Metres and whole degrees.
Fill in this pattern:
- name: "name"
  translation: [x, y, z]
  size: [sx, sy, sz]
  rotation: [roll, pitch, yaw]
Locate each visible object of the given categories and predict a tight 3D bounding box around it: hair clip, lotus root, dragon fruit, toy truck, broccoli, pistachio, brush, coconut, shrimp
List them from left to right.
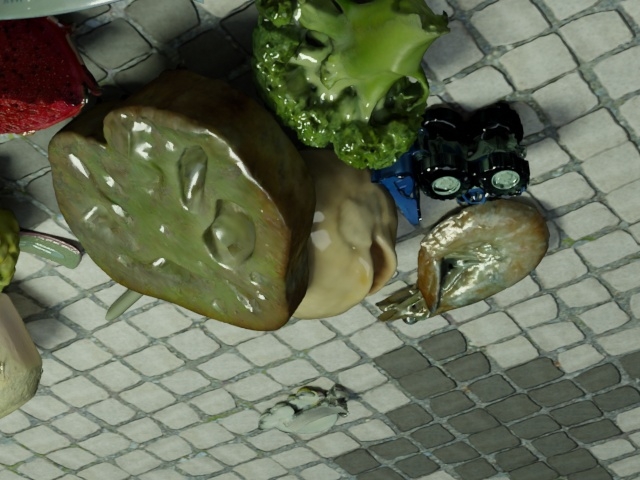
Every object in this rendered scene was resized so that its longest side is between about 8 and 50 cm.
- name: "coconut"
  translation: [-0.541, 0.167, 1.924]
  size: [0.224, 0.224, 0.234]
  rotation: [-19, 104, 21]
- name: "dragon fruit"
  translation: [-0.403, -0.217, 1.513]
  size: [0.274, 0.161, 0.126]
  rotation: [4, 162, -26]
- name: "hair clip"
  translation: [-0.417, 0.012, 1.878]
  size: [0.137, 0.022, 0.054]
  rotation: [13, 140, -18]
- name: "brush"
  translation: [-0.247, 0.055, 1.931]
  size: [0.042, 0.039, 0.299]
  rotation: [22, 137, -29]
- name: "lotus root"
  translation: [-0.163, -0.038, 1.629]
  size: [0.375, 0.111, 0.390]
  rotation: [45, 140, -13]
- name: "hair clip"
  translation: [-0.021, 0.307, 2.254]
  size: [0.116, 0.049, 0.172]
  rotation: [34, 132, -31]
- name: "pistachio"
  translation: [0.000, 0.000, 1.764]
  size: [0.193, 0.214, 0.318]
  rotation: [-34, 162, -29]
- name: "broccoli"
  translation: [0.037, -0.240, 1.469]
  size: [0.254, 0.186, 0.302]
  rotation: [39, 140, 13]
- name: "toy truck"
  translation: [0.166, -0.100, 1.693]
  size: [0.208, 0.113, 0.126]
  rotation: [-1, 143, 0]
- name: "shrimp"
  translation: [0.195, 0.037, 1.908]
  size: [0.317, 0.077, 0.168]
  rotation: [-32, 123, 26]

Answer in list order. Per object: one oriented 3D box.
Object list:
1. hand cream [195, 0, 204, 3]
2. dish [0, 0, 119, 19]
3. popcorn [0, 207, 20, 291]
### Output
- name: "hand cream"
  translation: [-0.140, -0.334, 1.437]
  size: [0.065, 0.043, 0.171]
  rotation: [16, 143, -12]
- name: "dish"
  translation: [-0.291, -0.330, 1.358]
  size: [0.273, 0.134, 0.273]
  rotation: [-12, -179, 0]
- name: "popcorn"
  translation: [-0.526, 0.003, 1.735]
  size: [0.235, 0.181, 0.217]
  rotation: [4, 140, -16]
